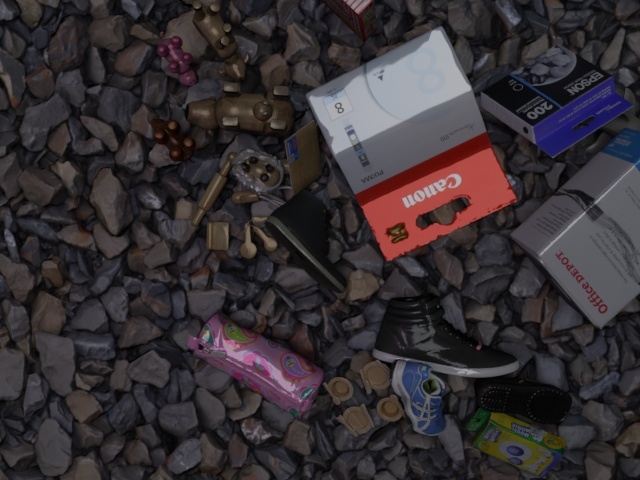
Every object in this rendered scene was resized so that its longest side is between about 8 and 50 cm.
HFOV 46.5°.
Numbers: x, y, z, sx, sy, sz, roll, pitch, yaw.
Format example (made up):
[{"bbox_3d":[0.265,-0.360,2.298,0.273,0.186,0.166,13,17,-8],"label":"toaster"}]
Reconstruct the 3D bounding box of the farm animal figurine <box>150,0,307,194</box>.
[{"bbox_3d":[-0.191,-0.292,1.533,0.326,0.172,0.331,20,86,-7],"label":"farm animal figurine"}]

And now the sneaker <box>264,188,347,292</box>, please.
[{"bbox_3d":[0.000,0.000,1.545,0.222,0.083,0.118,47,70,-10],"label":"sneaker"}]

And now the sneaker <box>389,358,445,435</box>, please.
[{"bbox_3d":[0.209,0.318,1.477,0.081,0.080,0.211,-6,132,33],"label":"sneaker"}]

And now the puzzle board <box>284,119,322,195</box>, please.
[{"bbox_3d":[-0.035,-0.169,1.519,0.011,0.096,0.128,20,134,33],"label":"puzzle board"}]

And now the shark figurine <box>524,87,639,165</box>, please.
[{"bbox_3d":[0.542,-0.232,1.469,0.278,0.116,0.166,3,89,5],"label":"shark figurine"}]

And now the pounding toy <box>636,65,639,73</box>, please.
[{"bbox_3d":[0.711,-0.343,1.411,0.154,0.154,0.270,3,98,-5],"label":"pounding toy"}]

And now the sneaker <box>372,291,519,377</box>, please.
[{"bbox_3d":[0.257,0.185,1.501,0.295,0.104,0.147,7,96,11],"label":"sneaker"}]

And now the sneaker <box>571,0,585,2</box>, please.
[{"bbox_3d":[0.594,-0.644,1.443,0.135,0.150,0.366,26,93,5],"label":"sneaker"}]

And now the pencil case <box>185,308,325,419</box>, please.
[{"bbox_3d":[-0.132,0.254,1.539,0.284,0.124,0.124,29,93,4],"label":"pencil case"}]

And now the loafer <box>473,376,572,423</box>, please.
[{"bbox_3d":[0.402,0.304,1.489,0.219,0.078,0.080,15,106,-19],"label":"loafer"}]

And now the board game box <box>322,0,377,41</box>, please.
[{"bbox_3d":[0.046,-0.485,1.483,0.045,0.193,0.147,-45,85,4],"label":"board game box"}]

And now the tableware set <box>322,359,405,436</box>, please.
[{"bbox_3d":[0.094,0.327,1.535,0.168,0.020,0.141,-26,98,24],"label":"tableware set"}]

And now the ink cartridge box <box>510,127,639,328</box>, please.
[{"bbox_3d":[0.556,-0.024,1.420,0.307,0.129,0.223,-44,112,4],"label":"ink cartridge box"}]

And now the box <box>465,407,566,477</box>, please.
[{"bbox_3d":[0.384,0.401,1.491,0.179,0.105,0.043,23,48,8],"label":"box"}]

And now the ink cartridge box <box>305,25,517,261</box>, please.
[{"bbox_3d":[0.187,-0.192,1.520,0.308,0.091,0.385,-25,86,6],"label":"ink cartridge box"}]

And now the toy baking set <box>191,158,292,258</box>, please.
[{"bbox_3d":[-0.153,-0.081,1.591,0.196,0.030,0.256,26,93,3],"label":"toy baking set"}]

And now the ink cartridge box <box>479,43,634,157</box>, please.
[{"bbox_3d":[0.452,-0.274,1.433,0.206,0.045,0.208,-32,52,-12],"label":"ink cartridge box"}]
